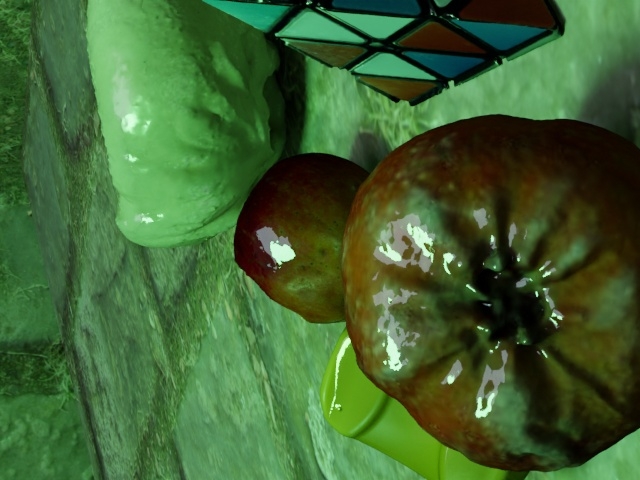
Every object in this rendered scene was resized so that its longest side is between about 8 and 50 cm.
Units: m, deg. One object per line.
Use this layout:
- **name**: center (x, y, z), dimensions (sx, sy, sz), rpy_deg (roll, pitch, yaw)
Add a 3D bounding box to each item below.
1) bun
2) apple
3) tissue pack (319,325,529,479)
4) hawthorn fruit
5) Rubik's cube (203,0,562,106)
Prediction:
- **bun**: center (-0.153, -0.180, 1.493), dimensions (0.365, 0.219, 0.365), rpy_deg (173, 90, -86)
- **apple**: center (0.003, -0.004, 1.251), dimensions (0.158, 0.156, 0.147), rpy_deg (25, 126, 31)
- **tissue pack**: center (0.099, 0.120, 1.021), dimensions (0.178, 0.127, 0.123), rpy_deg (28, 118, 19)
- **hawthorn fruit**: center (0.135, 0.030, 0.872), dimensions (0.271, 0.241, 0.242), rpy_deg (-21, -75, -80)
- **Rubik's cube**: center (0.114, -0.223, 1.016), dimensions (0.234, 0.284, 0.250), rpy_deg (27, 90, 42)
